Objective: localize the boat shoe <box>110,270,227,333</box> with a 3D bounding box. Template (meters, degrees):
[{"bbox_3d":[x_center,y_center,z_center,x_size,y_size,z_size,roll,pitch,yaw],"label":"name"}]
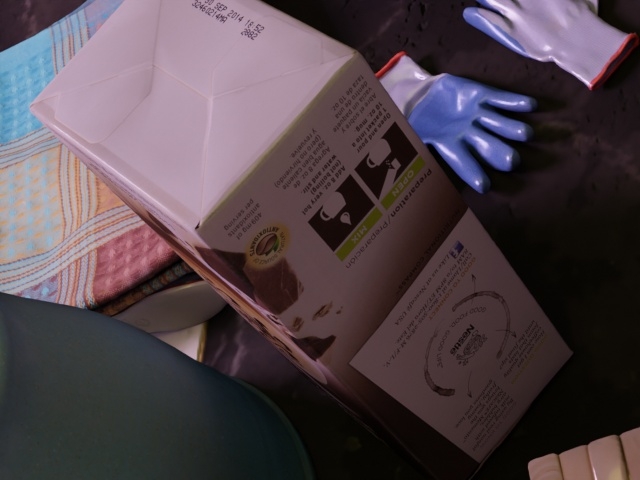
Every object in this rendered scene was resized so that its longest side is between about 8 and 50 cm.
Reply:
[{"bbox_3d":[-0.122,0.043,1.046,0.137,0.049,0.043,-23,48,27],"label":"boat shoe"}]

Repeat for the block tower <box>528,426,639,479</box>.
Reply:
[{"bbox_3d":[0.261,0.119,0.701,0.335,0.091,0.097,-23,52,21],"label":"block tower"}]

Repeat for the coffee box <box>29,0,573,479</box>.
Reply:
[{"bbox_3d":[0.000,0.000,0.816,0.119,0.297,0.168,-49,46,-7],"label":"coffee box"}]

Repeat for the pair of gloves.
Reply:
[{"bbox_3d":[0.121,-0.123,1.004,0.198,0.023,0.159,-46,47,1],"label":"pair of gloves"}]

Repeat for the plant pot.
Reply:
[{"bbox_3d":[-0.178,0.150,0.869,0.271,0.255,0.272,-18,52,24],"label":"plant pot"}]

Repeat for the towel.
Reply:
[{"bbox_3d":[-0.153,-0.091,1.125,0.271,0.040,0.370,-30,40,15],"label":"towel"}]
